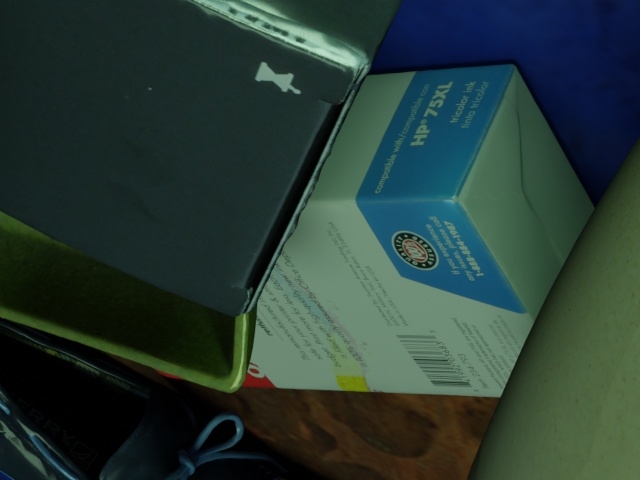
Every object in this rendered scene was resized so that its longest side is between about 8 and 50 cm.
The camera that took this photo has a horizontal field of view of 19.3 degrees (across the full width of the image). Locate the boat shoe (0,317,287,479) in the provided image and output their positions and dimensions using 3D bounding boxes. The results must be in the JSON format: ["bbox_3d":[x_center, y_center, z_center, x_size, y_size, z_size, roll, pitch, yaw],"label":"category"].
[{"bbox_3d":[-0.112,0.130,1.081,0.258,0.109,0.089,24,145,-2],"label":"boat shoe"}]

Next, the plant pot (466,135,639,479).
[{"bbox_3d":[0.191,0.023,0.612,0.257,0.256,0.274,18,132,12],"label":"plant pot"}]

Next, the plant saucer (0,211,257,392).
[{"bbox_3d":[-0.089,-0.053,0.765,0.188,0.045,0.188,15,111,31],"label":"plant saucer"}]

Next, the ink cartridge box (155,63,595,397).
[{"bbox_3d":[0.000,0.000,0.833,0.231,0.078,0.134,0,140,35],"label":"ink cartridge box"}]

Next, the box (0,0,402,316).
[{"bbox_3d":[-0.017,-0.108,0.559,0.108,0.207,0.153,26,149,-1],"label":"box"}]
